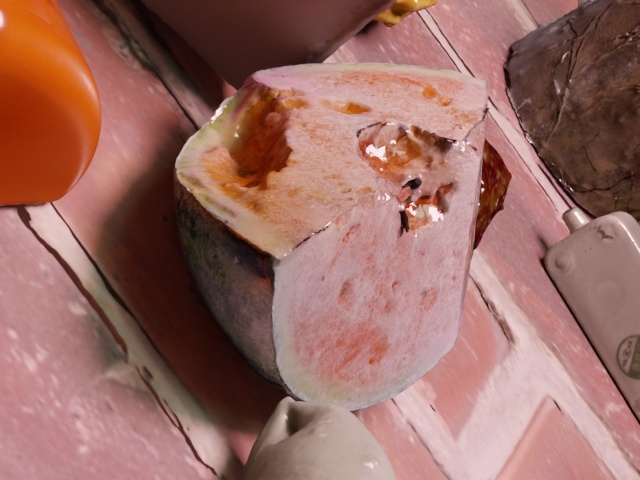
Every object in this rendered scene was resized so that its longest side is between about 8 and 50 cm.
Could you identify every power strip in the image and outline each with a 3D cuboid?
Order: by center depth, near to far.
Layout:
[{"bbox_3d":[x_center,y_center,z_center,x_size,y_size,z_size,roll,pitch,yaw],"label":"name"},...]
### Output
[{"bbox_3d":[0.334,0.133,1.685,0.385,0.091,0.062,59,26,7],"label":"power strip"}]

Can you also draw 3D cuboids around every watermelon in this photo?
[{"bbox_3d":[-0.005,-0.003,1.261,0.175,0.188,0.322,25,30,30],"label":"watermelon"}]

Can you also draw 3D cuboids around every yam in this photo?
[{"bbox_3d":[0.370,-0.170,1.845,0.241,0.348,0.241,26,51,-37],"label":"yam"}]

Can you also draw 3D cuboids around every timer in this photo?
[{"bbox_3d":[-0.243,-0.151,1.068,0.257,0.161,0.250,62,13,12],"label":"timer"}]

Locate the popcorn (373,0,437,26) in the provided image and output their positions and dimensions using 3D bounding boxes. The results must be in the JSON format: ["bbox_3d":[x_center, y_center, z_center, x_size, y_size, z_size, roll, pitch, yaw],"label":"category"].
[{"bbox_3d":[0.065,-0.292,1.671,0.163,0.140,0.194,57,25,-9],"label":"popcorn"}]

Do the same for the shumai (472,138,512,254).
[{"bbox_3d":[0.061,-0.058,1.405,0.184,0.142,0.184,42,29,-30],"label":"shumai"}]

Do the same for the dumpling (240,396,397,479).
[{"bbox_3d":[-0.004,0.194,1.096,0.104,0.149,0.217,3,39,-9],"label":"dumpling"}]

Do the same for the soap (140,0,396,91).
[{"bbox_3d":[-0.080,-0.382,1.330,0.435,0.213,0.350,39,57,-17],"label":"soap"}]
